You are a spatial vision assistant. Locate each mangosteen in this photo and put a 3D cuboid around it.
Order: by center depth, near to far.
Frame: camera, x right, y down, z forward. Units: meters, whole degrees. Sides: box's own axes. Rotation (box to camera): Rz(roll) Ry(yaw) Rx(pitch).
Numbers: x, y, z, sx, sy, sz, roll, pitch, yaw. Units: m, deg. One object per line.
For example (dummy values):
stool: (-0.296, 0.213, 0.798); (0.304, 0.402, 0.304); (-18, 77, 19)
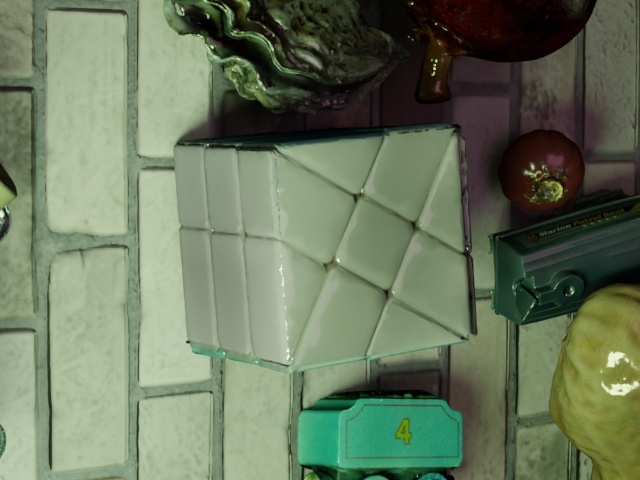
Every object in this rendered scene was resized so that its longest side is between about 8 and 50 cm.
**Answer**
mangosteen: (0.163, -0.264, 1.820); (0.235, 0.235, 0.261); (32, 86, -31)

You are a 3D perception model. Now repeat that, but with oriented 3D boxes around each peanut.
peanut: (0.367, 0.213, 1.996); (0.169, 0.192, 0.387); (-67, 147, -46)

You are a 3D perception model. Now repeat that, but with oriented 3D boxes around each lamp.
lamp: (0.253, -0.080, 1.977); (0.101, 0.090, 0.101); (-4, 125, -6)

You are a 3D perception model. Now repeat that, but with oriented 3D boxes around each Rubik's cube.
Rubik's cube: (0.000, 0.000, 1.732); (0.231, 0.225, 0.221); (-8, 97, -32)

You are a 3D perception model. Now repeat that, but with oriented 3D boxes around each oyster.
oyster: (-0.032, -0.214, 1.778); (0.268, 0.112, 0.198); (37, 53, -22)

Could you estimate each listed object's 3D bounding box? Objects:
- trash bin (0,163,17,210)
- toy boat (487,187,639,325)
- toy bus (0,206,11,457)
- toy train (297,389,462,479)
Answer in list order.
trash bin: (-0.418, -0.047, 1.441); (0.247, 0.121, 0.243); (-39, 92, -1)
toy boat: (0.330, 0.006, 2.011); (0.296, 0.122, 0.114); (-17, 125, -21)
toy bus: (-0.356, 0.048, 1.566); (0.123, 0.121, 0.335); (1, 93, -25)
toy train: (0.067, 0.239, 1.871); (0.198, 0.107, 0.154); (4, 84, -33)
